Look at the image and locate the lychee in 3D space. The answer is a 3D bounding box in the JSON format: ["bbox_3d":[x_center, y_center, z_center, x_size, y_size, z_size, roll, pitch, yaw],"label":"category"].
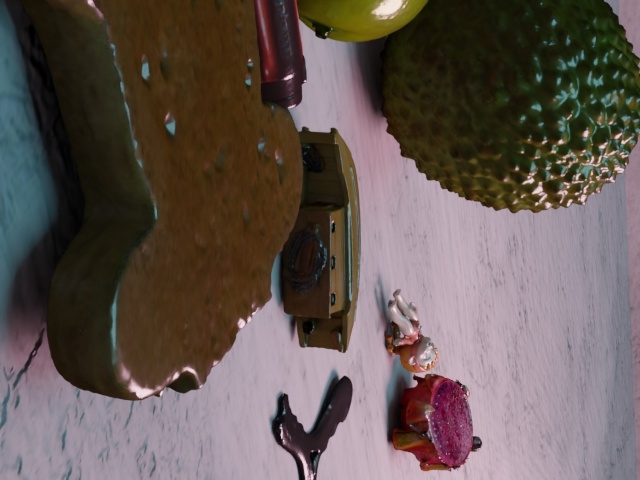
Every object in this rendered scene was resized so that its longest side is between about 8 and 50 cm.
[{"bbox_3d":[0.187,-0.165,1.753,0.270,0.320,0.270,-18,118,-37],"label":"lychee"}]

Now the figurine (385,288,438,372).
[{"bbox_3d":[0.091,0.096,1.845,0.064,0.047,0.109,-62,142,-37],"label":"figurine"}]

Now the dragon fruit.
[{"bbox_3d":[0.119,0.200,1.920,0.126,0.068,0.112,-11,93,-59],"label":"dragon fruit"}]

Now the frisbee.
[{"bbox_3d":[-0.012,0.199,1.595,0.187,0.012,0.211,58,39,-59],"label":"frisbee"}]

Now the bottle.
[{"bbox_3d":[-0.043,-0.179,1.366,0.060,0.060,0.164,-62,150,-53],"label":"bottle"}]

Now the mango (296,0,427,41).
[{"bbox_3d":[0.038,-0.280,1.461,0.273,0.149,0.185,-77,160,-48],"label":"mango"}]

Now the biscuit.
[{"bbox_3d":[-0.116,-0.102,1.146,0.368,0.076,0.394,-56,142,-57],"label":"biscuit"}]

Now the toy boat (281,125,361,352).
[{"bbox_3d":[0.000,0.000,1.534,0.077,0.057,0.200,-15,107,-64],"label":"toy boat"}]
